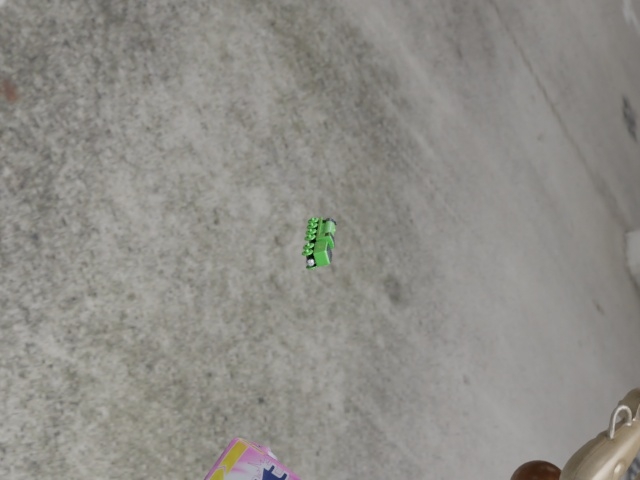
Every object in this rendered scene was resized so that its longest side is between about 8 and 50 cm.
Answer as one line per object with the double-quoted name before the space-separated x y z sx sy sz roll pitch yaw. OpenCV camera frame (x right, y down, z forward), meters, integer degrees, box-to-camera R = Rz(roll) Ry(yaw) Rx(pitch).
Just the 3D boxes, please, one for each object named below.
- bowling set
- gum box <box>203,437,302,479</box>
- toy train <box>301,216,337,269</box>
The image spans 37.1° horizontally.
"bowling set" 0.271 0.194 0.795 0.154 0.200 0.287 -35 128 -31
"gum box" -0.079 0.283 0.873 0.188 0.107 0.062 -54 145 -16
"toy train" 0.000 0.000 0.761 0.083 0.024 0.017 -80 155 -67
